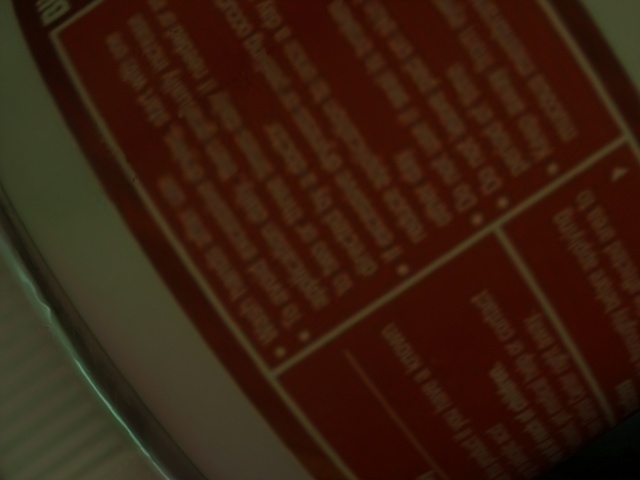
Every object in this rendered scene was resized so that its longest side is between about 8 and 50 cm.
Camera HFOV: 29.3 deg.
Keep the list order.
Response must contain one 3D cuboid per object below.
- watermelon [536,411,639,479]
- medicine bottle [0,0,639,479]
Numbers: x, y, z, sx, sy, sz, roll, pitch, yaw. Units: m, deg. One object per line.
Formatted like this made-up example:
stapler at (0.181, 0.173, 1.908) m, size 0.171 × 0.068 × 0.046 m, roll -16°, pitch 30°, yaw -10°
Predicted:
watermelon at (0.091, 0.112, 0.614) m, size 0.212 × 0.212 × 0.212 m, roll 55°, pitch 4°, yaw -5°
medicine bottle at (0.005, -0.021, 0.441) m, size 0.252 × 0.241 × 0.252 m, roll 56°, pitch 3°, yaw -4°
